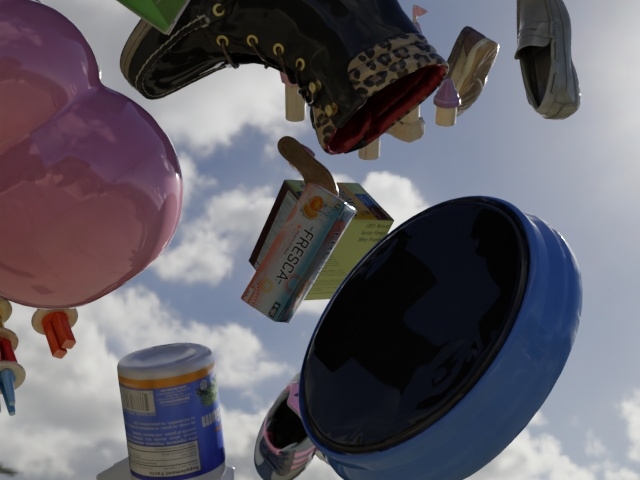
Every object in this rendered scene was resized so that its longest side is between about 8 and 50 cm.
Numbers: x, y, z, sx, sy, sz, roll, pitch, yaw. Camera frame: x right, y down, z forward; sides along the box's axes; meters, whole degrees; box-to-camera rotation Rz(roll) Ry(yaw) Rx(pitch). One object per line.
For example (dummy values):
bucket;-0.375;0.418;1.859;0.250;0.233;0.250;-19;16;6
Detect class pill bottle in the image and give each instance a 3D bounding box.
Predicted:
pill bottle;-0.228;0.309;1.440;0.152;0.272;0.152;-6;9;1

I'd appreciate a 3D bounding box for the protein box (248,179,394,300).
protein box;0.000;0.000;1.828;0.200;0.136;0.201;0;-53;-40

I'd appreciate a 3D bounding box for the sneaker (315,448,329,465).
sneaker;0.073;0.421;1.713;0.103;0.111;0.252;-31;28;-26

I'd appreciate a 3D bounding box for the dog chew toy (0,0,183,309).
dog chew toy;-0.261;-0.107;0.771;0.207;0.206;0.331;-19;-69;31

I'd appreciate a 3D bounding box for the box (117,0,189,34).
box;-0.217;-0.383;0.866;0.322;0.058;0.232;34;-78;-16

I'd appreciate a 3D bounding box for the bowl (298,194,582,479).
bowl;0.123;0.112;1.095;0.077;0.391;0.391;39;-43;-26

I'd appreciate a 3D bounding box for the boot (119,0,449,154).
boot;-0.049;-0.231;1.177;0.377;0.284;0.138;-32;-20;0

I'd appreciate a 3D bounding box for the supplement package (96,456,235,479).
supplement package;-0.268;0.492;1.604;0.203;0.194;0.149;23;-44;-38

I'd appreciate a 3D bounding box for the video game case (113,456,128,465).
video game case;-0.305;0.510;1.925;0.183;0.023;0.201;-27;-71;15

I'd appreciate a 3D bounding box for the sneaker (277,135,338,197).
sneaker;-0.013;-0.100;1.322;0.042;0.118;0.067;-39;-6;5

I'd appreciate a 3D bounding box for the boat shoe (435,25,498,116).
boat shoe;0.323;-0.381;2.114;0.103;0.092;0.285;-28;-20;-21

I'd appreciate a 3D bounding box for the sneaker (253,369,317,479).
sneaker;-0.060;0.311;1.477;0.131;0.112;0.319;-33;-24;-46

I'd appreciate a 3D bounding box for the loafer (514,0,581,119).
loafer;0.458;-0.404;1.904;0.111;0.319;0.112;3;-21;-36

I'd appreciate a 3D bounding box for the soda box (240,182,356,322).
soda box;-0.028;0.018;1.219;0.063;0.183;0.058;32;4;19

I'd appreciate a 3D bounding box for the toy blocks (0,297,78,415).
toy blocks;-0.324;0.116;1.017;0.123;0.148;0.054;-23;-40;-8

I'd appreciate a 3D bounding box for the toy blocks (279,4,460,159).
toy blocks;0.109;-0.351;1.756;0.309;0.289;0.260;-24;-51;-33

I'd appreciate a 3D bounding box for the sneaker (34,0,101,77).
sneaker;-0.508;-0.364;1.654;0.292;0.110;0.118;23;-67;-46
